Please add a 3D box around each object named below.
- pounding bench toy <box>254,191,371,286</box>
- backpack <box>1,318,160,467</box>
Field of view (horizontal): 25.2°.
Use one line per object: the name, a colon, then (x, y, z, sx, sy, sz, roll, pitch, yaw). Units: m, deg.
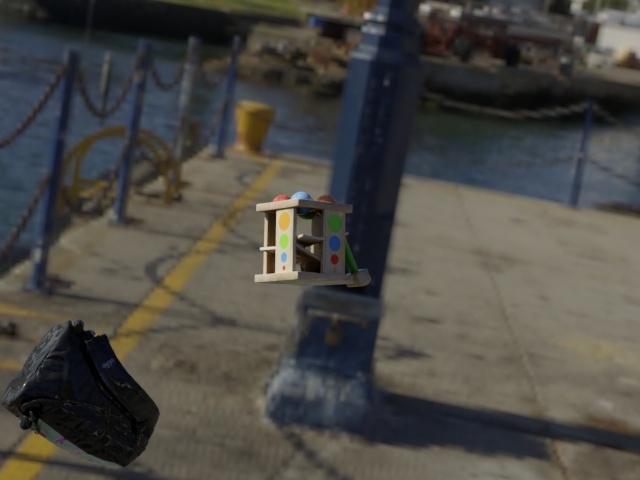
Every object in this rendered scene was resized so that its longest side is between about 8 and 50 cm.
pounding bench toy: (0.000, 0.000, 1.053, 0.083, 0.065, 0.052, 6, -8, -39)
backpack: (-0.292, 0.202, 1.799, 0.182, 0.152, 0.115, 41, -15, -22)
